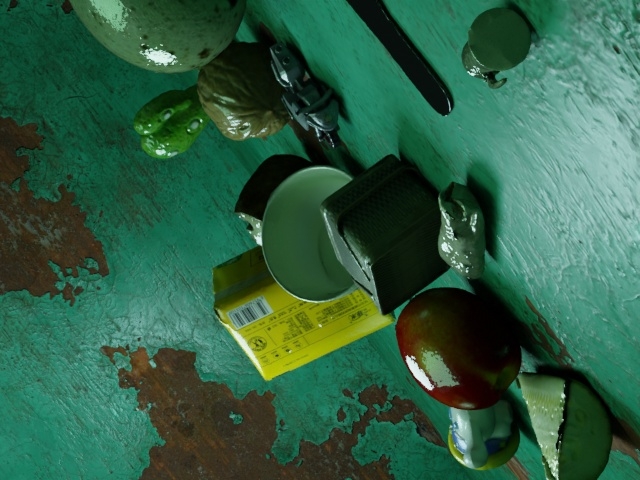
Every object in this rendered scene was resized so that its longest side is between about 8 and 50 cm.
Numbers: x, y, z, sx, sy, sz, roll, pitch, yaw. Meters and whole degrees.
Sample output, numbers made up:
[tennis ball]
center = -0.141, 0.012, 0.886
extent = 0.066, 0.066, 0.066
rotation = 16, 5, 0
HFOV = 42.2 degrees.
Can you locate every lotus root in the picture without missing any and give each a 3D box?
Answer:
[lotus root]
center = -0.052, -0.091, 1.905
extent = 0.142, 0.314, 0.210
rotation = -4, 122, 30

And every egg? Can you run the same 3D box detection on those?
[egg]
center = -0.273, -0.448, 1.310
extent = 0.379, 0.288, 0.287
rotation = 61, 171, -19

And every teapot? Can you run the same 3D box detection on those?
[teapot]
center = 0.160, -0.175, 0.776
extent = 0.083, 0.057, 0.067
rotation = -119, 18, -88

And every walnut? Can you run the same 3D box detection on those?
[walnut]
center = -0.144, -0.294, 1.642
extent = 0.213, 0.213, 0.213
rotation = 52, 173, 10

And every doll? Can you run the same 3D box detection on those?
[doll]
center = 0.363, 0.419, 1.824
extent = 0.311, 0.160, 0.242
rotation = -77, -16, -63

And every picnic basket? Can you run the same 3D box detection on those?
[picnic basket]
center = 0.116, -0.007, 1.396
extent = 0.139, 0.165, 0.266
rotation = 51, 172, 26

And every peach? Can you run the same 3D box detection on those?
[peach]
center = 0.234, 0.184, 1.449
extent = 0.226, 0.190, 0.196
rotation = 36, -179, 37

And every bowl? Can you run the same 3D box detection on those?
[bowl]
center = 0.028, -0.012, 1.701
extent = 0.277, 0.277, 0.145
rotation = 50, -156, 26

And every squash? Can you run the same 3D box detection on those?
[squash]
center = 0.388, 0.307, 1.363
extent = 0.252, 0.093, 0.169
rotation = 126, 152, -82

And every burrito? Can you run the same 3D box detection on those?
[burrito]
center = 0.205, -0.017, 1.199
extent = 0.087, 0.060, 0.226
rotation = 45, 171, 23

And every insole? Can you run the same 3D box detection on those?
[insole]
center = 0.065, -0.286, 1.038
extent = 0.322, 0.007, 0.109
rotation = 53, 174, 4

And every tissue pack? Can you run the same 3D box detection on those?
[tissue pack]
center = -0.043, 0.135, 2.100
extent = 0.293, 0.382, 0.228
rotation = 57, -166, -28

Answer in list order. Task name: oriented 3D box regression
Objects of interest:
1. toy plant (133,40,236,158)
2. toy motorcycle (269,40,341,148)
[toy plant]
center = -0.293, -0.314, 1.950
extent = 0.184, 0.316, 0.224
rotation = 51, 170, 16
[toy motorcycle]
center = -0.030, -0.261, 1.481
extent = 0.215, 0.080, 0.122
rotation = 57, 173, 5
